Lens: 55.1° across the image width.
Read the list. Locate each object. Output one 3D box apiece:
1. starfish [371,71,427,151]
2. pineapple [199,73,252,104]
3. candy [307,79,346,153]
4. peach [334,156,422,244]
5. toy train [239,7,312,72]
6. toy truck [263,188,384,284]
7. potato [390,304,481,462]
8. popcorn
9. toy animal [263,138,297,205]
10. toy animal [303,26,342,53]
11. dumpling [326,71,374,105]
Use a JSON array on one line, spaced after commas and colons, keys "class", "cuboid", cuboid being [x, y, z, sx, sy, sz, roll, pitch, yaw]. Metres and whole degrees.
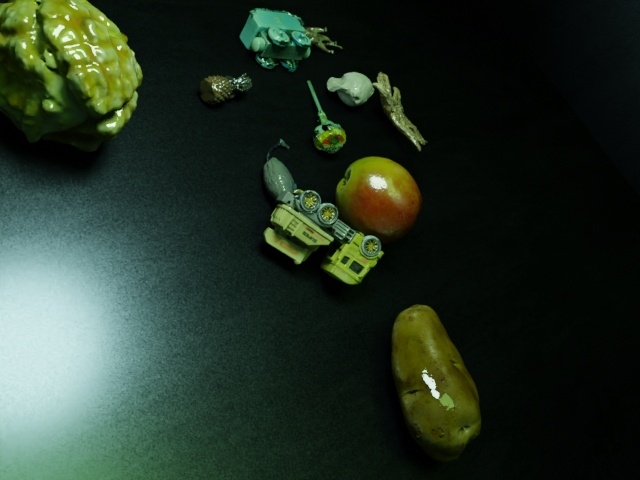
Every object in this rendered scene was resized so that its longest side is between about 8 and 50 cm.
[{"class": "starfish", "cuboid": [0.249, -0.417, 1.995, 0.302, 0.060, 0.299, 60, 19, 1]}, {"class": "pineapple", "cuboid": [-0.239, -0.398, 1.589, 0.074, 0.074, 0.159, 53, 41, 7]}, {"class": "candy", "cuboid": [-0.004, -0.366, 1.769, 0.091, 0.083, 0.305, -3, 51, -21]}, {"class": "peach", "cuboid": [0.148, -0.101, 1.571, 0.231, 0.231, 0.230, 21, 48, -25]}, {"class": "toy train", "cuboid": [-0.129, -0.593, 1.805, 0.203, 0.112, 0.163, -9, 59, -43]}, {"class": "toy truck", "cuboid": [0.000, 0.000, 1.420, 0.272, 0.124, 0.157, 35, 85, -19]}, {"class": "potato", "cuboid": [0.254, 0.306, 1.384, 0.196, 0.176, 0.369, -4, 53, -9]}, {"class": "popcorn", "cuboid": [-0.511, -0.334, 1.181, 0.335, 0.279, 0.274, 43, 60, -22]}, {"class": "toy animal", "cuboid": [-0.109, -0.178, 1.541, 0.252, 0.070, 0.079, -102, 166, -46]}, {"class": "toy animal", "cuboid": [-0.003, -0.646, 1.970, 0.220, 0.086, 0.069, 6, 94, -42]}, {"class": "dumpling", "cuboid": [0.087, -0.476, 1.910, 0.134, 0.099, 0.169, 24, 48, 21]}]
